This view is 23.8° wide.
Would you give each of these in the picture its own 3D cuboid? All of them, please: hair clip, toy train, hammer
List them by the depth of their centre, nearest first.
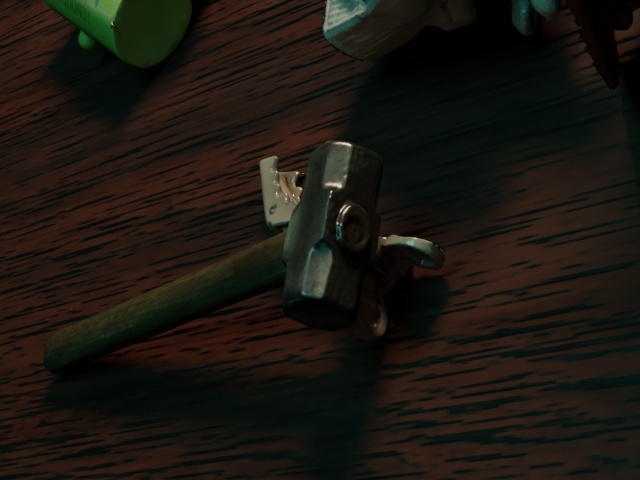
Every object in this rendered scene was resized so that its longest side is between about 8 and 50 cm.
[{"bbox_3d":[0.000,0.000,0.990,0.072,0.034,0.226,-56,33,-1],"label":"hair clip"},{"bbox_3d":[-0.091,0.037,1.023,0.365,0.043,0.111,-22,49,48],"label":"hammer"},{"bbox_3d":[-0.182,-0.243,1.374,0.253,0.105,0.157,38,105,55],"label":"toy train"}]

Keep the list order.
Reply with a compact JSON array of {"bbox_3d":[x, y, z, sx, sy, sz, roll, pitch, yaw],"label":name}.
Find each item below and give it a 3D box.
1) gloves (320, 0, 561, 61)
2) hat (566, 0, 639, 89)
[{"bbox_3d":[0.080,-0.172,0.978,0.229,0.119,0.097,-1,102,56],"label":"gloves"},{"bbox_3d":[0.230,-0.226,0.796,0.233,0.233,0.244,-14,89,17],"label":"hat"}]
